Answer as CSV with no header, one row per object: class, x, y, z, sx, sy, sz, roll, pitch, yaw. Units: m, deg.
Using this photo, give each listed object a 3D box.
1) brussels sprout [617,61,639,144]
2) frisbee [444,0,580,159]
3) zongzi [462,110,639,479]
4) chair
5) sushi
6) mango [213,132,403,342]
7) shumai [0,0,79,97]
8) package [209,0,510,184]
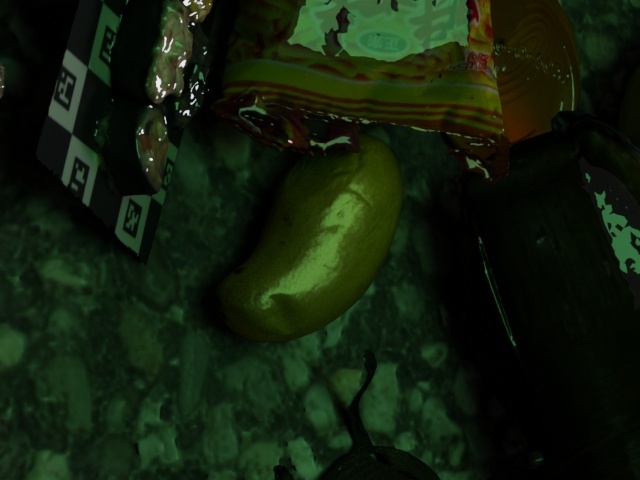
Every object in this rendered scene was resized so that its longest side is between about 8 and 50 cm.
brussels sprout,0.380,-0.072,1.474,0.259,0.227,0.294,37,49,-49
frisbee,0.156,-0.148,1.407,0.192,0.035,0.192,7,80,-42
zongzi,0.287,0.092,1.430,0.432,0.207,0.403,-5,71,-66
chair,0.057,0.212,1.237,0.174,0.149,0.213,-51,159,-37
sushi,-0.095,-0.111,1.105,0.192,0.050,0.215,53,47,-64
mango,0.000,0.000,1.221,0.098,0.075,0.190,44,60,-16
shumai,-0.229,-0.159,1.010,0.175,0.166,0.206,-27,116,-67
package,0.040,-0.192,1.234,0.223,0.108,0.288,8,84,-14
